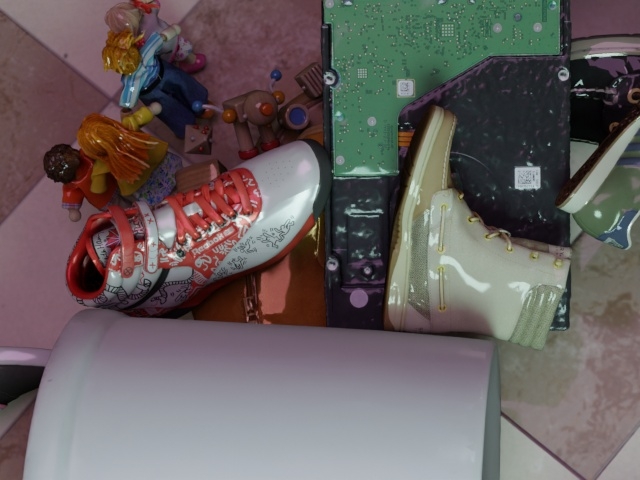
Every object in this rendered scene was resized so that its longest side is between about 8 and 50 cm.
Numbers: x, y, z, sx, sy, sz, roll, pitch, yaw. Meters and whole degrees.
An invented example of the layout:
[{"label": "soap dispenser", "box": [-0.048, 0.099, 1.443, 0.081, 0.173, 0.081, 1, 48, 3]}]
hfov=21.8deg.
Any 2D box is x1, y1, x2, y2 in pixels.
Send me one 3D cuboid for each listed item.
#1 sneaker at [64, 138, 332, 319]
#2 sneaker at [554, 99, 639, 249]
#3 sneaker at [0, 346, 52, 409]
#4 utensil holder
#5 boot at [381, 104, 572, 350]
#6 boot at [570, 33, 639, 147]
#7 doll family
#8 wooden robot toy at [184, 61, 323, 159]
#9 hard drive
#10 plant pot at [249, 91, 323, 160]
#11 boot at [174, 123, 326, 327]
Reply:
[{"label": "sneaker", "box": [-0.121, -0.011, 1.558, 0.270, 0.145, 0.090, -36, 61, 30]}, {"label": "sneaker", "box": [0.308, -0.074, 1.544, 0.086, 0.064, 0.192, 43, 80, -5]}, {"label": "sneaker", "box": [-0.388, 0.197, 1.706, 0.295, 0.104, 0.147, -13, 73, 13]}, {"label": "utensil holder", "box": [-0.037, 0.230, 1.508, 0.385, 0.327, 0.328, 1, 73, 10]}, {"label": "boot", "box": [0.149, -0.010, 1.520, 0.165, 0.077, 0.213, 9, 102, 0]}, {"label": "boot", "box": [0.342, -0.049, 1.627, 0.377, 0.138, 0.284, 0, 73, 5]}, {"label": "doll family", "box": [-0.184, -0.136, 1.718, 0.118, 0.163, 0.263, 10, 73, 36]}, {"label": "wooden robot toy", "box": [-0.055, -0.128, 1.702, 0.173, 0.079, 0.076, -24, 100, -18]}, {"label": "hard drive", "box": [0.118, -0.082, 1.581, 0.237, 0.064, 0.339, -2, 97, 0]}, {"label": "plant pot", "box": [0.034, -0.068, 1.741, 0.236, 0.032, 0.236, -3, 71, 10]}, {"label": "boot", "box": [-0.001, 0.000, 1.666, 0.295, 0.104, 0.211, -16, 79, 13]}]
